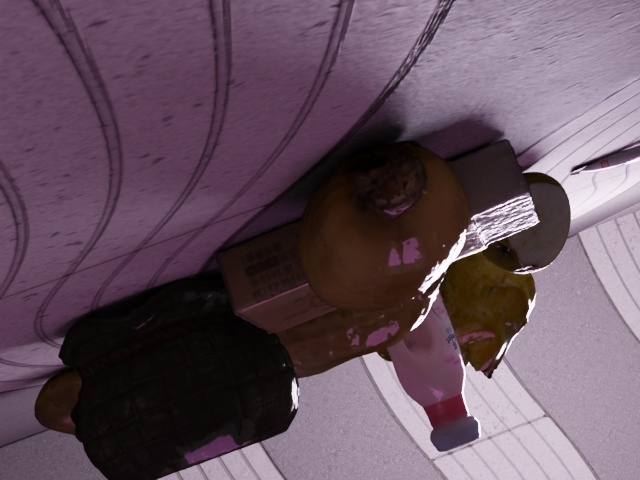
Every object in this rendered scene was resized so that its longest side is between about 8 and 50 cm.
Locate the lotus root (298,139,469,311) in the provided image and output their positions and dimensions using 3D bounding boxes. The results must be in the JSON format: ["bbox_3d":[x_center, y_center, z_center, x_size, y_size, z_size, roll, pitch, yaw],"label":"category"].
[{"bbox_3d":[0.056,-0.006,1.030,0.146,0.131,0.303,-18,173,-11],"label":"lotus root"}]

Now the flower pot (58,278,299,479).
[{"bbox_3d":[-0.178,0.178,1.437,0.301,0.213,0.302,-20,173,-3],"label":"flower pot"}]

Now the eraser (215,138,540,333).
[{"bbox_3d":[0.066,0.000,1.258,0.343,0.078,0.144,-22,162,9],"label":"eraser"}]

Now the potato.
[{"bbox_3d":[-0.387,0.267,1.893,0.137,0.137,0.176,-25,144,32],"label":"potato"}]

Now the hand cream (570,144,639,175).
[{"bbox_3d":[0.487,-0.132,1.738,0.216,0.038,0.052,-16,150,8],"label":"hand cream"}]

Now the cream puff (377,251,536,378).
[{"bbox_3d":[0.228,0.098,2.077,0.274,0.269,0.323,-55,-171,-24],"label":"cream puff"}]

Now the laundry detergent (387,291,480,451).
[{"bbox_3d":[0.160,0.165,1.803,0.087,0.335,0.159,-26,171,41],"label":"laundry detergent"}]

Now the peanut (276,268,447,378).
[{"bbox_3d":[0.021,0.100,1.600,0.339,0.158,0.174,-17,171,30],"label":"peanut"}]

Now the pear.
[{"bbox_3d":[0.263,-0.027,1.539,0.141,0.141,0.104,-15,-163,-37],"label":"pear"}]
